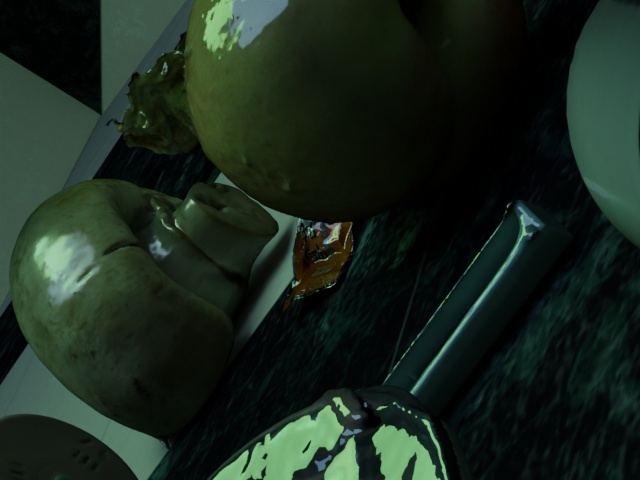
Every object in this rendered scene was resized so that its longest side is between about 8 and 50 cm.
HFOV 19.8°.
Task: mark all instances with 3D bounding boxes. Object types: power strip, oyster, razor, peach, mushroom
[{"bbox_3d":[-0.204,0.202,1.334,0.078,0.154,0.154,-53,13,26],"label":"power strip"},{"bbox_3d":[-0.107,-0.232,2.082,0.337,0.133,0.198,-55,10,3],"label":"oyster"},{"bbox_3d":[0.031,0.096,0.933,0.278,0.056,0.111,-50,51,9],"label":"razor"},{"bbox_3d":[0.009,-0.111,1.134,0.232,0.232,0.232,-54,13,18],"label":"peach"},{"bbox_3d":[-0.154,0.027,1.499,0.195,0.189,0.253,-55,20,18],"label":"mushroom"}]

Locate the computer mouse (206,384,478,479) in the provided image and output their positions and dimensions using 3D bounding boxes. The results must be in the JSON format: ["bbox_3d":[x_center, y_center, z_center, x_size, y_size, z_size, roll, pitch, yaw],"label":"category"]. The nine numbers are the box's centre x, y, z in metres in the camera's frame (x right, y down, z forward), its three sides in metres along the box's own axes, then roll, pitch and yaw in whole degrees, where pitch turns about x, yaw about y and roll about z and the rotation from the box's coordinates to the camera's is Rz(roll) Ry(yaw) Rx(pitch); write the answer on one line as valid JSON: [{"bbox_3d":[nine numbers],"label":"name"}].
[{"bbox_3d":[0.013,0.204,0.598,0.199,0.115,0.389,-39,31,29],"label":"computer mouse"}]

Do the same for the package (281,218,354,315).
[{"bbox_3d":[0.001,0.000,1.319,0.077,0.033,0.110,-18,50,35],"label":"package"}]

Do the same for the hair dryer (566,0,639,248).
[{"bbox_3d":[0.234,-0.123,0.545,0.362,0.128,0.203,-50,11,3],"label":"hair dryer"}]
